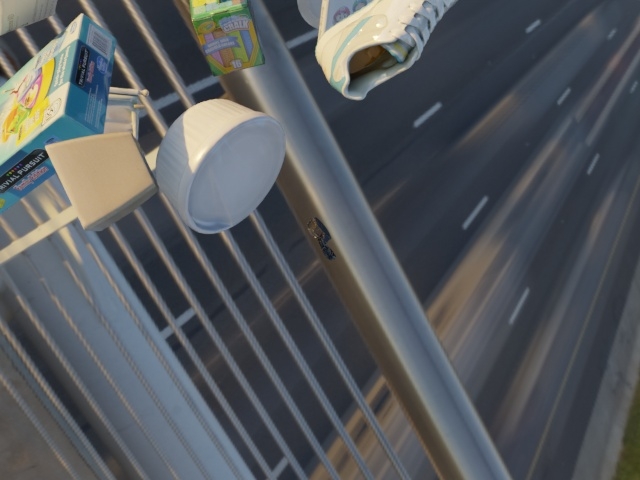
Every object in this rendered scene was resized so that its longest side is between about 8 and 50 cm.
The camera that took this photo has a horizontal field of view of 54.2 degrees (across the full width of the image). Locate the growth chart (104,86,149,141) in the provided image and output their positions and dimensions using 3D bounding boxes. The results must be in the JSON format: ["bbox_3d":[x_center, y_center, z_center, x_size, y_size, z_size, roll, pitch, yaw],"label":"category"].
[{"bbox_3d":[-0.482,-0.231,1.394,0.172,0.021,0.237,5,101,-29],"label":"growth chart"}]

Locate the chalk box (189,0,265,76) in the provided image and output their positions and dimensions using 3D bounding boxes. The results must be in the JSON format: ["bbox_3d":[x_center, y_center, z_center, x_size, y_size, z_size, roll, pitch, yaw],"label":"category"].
[{"bbox_3d":[-0.218,-0.505,1.415,0.213,0.132,0.132,73,4,-54],"label":"chalk box"}]

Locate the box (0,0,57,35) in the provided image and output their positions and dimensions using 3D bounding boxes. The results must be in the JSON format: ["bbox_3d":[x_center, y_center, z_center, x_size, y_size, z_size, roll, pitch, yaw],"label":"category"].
[{"bbox_3d":[-0.564,-0.494,1.109,0.119,0.181,0.181,-34,103,-25],"label":"box"}]

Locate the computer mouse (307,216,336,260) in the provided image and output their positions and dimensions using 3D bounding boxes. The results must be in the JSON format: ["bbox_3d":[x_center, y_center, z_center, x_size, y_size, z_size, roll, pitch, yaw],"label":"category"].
[{"bbox_3d":[0.000,0.000,1.721,0.071,0.041,0.242,46,10,-21],"label":"computer mouse"}]

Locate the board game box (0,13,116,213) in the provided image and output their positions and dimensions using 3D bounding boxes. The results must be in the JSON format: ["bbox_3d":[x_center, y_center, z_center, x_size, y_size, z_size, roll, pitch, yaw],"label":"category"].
[{"bbox_3d":[-0.512,-0.211,1.111,0.079,0.336,0.253,35,37,-44],"label":"board game box"}]

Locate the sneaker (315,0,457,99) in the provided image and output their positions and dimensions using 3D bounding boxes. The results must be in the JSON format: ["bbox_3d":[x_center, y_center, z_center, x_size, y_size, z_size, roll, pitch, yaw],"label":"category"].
[{"bbox_3d":[0.101,-0.255,0.727,0.087,0.229,0.092,31,28,-43],"label":"sneaker"}]

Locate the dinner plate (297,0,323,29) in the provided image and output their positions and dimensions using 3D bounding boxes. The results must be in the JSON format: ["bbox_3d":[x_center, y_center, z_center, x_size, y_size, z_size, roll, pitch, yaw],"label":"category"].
[{"bbox_3d":[0.018,-0.546,1.411,0.141,0.141,0.017,48,14,-23],"label":"dinner plate"}]

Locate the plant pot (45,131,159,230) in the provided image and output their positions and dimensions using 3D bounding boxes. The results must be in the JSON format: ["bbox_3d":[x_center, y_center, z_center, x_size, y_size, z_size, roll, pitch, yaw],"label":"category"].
[{"bbox_3d":[-0.263,-0.080,0.784,0.096,0.109,0.109,-24,95,-10],"label":"plant pot"}]

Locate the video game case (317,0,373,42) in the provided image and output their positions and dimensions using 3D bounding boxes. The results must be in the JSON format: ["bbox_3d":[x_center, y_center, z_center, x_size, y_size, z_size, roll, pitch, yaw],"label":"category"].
[{"bbox_3d":[0.072,-0.340,0.908,0.157,0.143,0.019,-18,53,-23],"label":"video game case"}]

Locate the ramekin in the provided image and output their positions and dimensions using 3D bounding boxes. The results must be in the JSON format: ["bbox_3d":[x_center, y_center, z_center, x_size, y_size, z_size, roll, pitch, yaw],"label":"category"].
[{"bbox_3d":[-0.206,-0.156,1.250,0.127,0.272,0.273,36,37,22],"label":"ramekin"}]
